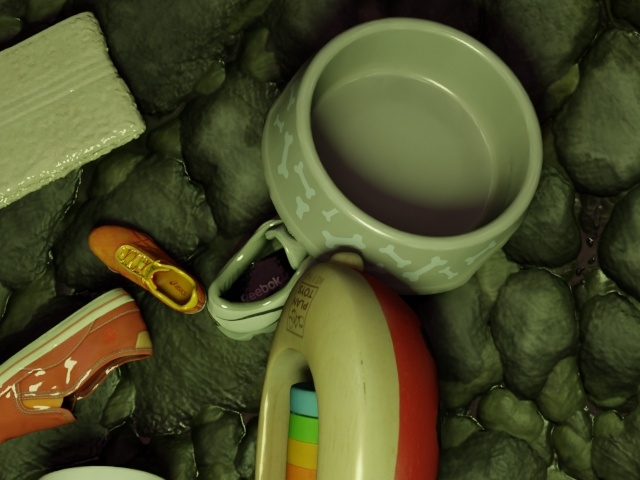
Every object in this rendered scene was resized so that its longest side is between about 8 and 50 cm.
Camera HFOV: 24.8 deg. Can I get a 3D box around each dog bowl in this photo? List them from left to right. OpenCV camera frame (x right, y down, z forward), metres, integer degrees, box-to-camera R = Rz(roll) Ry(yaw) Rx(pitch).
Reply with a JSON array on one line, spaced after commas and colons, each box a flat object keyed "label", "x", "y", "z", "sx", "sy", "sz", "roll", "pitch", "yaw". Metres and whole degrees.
[{"label": "dog bowl", "x": 0.108, "y": -0.114, "z": 1.744, "sx": 0.348, "sy": 0.102, "sz": 0.349, "roll": 6, "pitch": 66, "yaw": -14}]

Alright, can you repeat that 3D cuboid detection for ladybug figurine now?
[{"label": "ladybug figurine", "x": 0.035, "y": 0.239, "z": 1.664, "sx": 0.162, "sy": 0.305, "sz": 0.449, "roll": 3, "pitch": 96, "yaw": -21}]

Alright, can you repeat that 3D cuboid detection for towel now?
[{"label": "towel", "x": -0.384, "y": -0.158, "z": 1.895, "sx": 0.282, "sy": 0.049, "sz": 0.187, "roll": -26, "pitch": 79, "yaw": -1}]

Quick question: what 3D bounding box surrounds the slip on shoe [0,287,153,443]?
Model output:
[{"label": "slip on shoe", "x": -0.348, "y": 0.193, "z": 1.793, "sx": 0.331, "sy": 0.123, "sz": 0.101, "roll": -37, "pitch": 82, "yaw": -7}]

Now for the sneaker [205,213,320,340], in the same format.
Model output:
[{"label": "sneaker", "x": 0.000, "y": 0.000, "z": 1.779, "sx": 0.330, "sy": 0.146, "sz": 0.122, "roll": -40, "pitch": 77, "yaw": -4}]

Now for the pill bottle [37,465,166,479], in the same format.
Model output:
[{"label": "pill bottle", "x": -0.258, "y": 0.456, "z": 1.650, "sx": 0.210, "sy": 0.210, "sz": 0.363, "roll": -3, "pitch": 61, "yaw": 5}]

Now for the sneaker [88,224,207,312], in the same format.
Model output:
[{"label": "sneaker", "x": -0.217, "y": 0.029, "z": 1.832, "sx": 0.175, "sy": 0.067, "sz": 0.064, "roll": 30, "pitch": 85, "yaw": 12}]
